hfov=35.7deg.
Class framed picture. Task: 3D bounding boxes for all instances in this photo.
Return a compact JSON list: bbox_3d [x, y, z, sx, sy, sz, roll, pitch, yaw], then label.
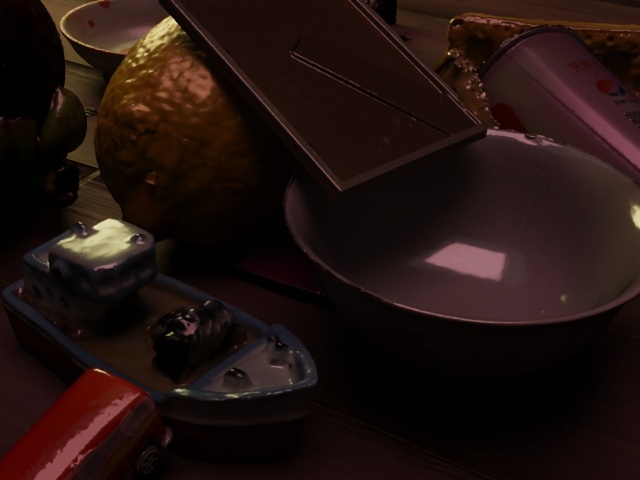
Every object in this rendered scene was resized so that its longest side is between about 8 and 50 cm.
[{"bbox_3d":[0.006,-0.175,0.990,0.211,0.020,0.289,-25,63,-35],"label":"framed picture"}]

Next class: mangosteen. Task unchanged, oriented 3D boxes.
[{"bbox_3d":[-0.401,-0.166,1.097,0.300,0.300,0.300,1,32,-1],"label":"mangosteen"}]

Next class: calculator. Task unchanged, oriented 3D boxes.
[{"bbox_3d":[0.000,0.000,1.096,0.126,0.034,0.190,15,34,24],"label":"calculator"}]

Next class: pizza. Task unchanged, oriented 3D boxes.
[{"bbox_3d":[0.140,-0.101,1.117,0.080,0.204,0.188,-10,39,-37],"label":"pizza"}]

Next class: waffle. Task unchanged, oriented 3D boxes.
[{"bbox_3d":[0.299,-0.209,1.316,0.274,0.168,0.057,8,27,13],"label":"waffle"}]

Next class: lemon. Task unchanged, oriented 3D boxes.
[{"bbox_3d":[-0.116,-0.123,1.083,0.245,0.245,0.320,16,52,21],"label":"lemon"}]

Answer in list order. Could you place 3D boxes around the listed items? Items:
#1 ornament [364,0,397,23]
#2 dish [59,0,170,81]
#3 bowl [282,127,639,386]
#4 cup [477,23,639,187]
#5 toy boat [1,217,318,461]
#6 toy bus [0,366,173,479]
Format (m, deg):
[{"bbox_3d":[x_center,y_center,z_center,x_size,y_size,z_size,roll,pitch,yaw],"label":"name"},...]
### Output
[{"bbox_3d":[0.053,-0.376,1.648,0.088,0.081,0.203,18,36,25],"label":"ornament"},{"bbox_3d":[-0.256,-0.289,1.497,0.260,0.085,0.260,3,31,-2],"label":"dish"},{"bbox_3d":[0.135,0.033,0.931,0.345,0.157,0.345,1,32,0],"label":"bowl"},{"bbox_3d":[0.312,-0.094,1.137,0.203,0.203,0.288,-14,41,-23],"label":"cup"},{"bbox_3d":[-0.137,0.076,0.875,0.332,0.133,0.145,24,38,31],"label":"toy boat"},{"bbox_3d":[-0.194,0.176,0.746,0.079,0.077,0.174,20,49,26],"label":"toy bus"}]
